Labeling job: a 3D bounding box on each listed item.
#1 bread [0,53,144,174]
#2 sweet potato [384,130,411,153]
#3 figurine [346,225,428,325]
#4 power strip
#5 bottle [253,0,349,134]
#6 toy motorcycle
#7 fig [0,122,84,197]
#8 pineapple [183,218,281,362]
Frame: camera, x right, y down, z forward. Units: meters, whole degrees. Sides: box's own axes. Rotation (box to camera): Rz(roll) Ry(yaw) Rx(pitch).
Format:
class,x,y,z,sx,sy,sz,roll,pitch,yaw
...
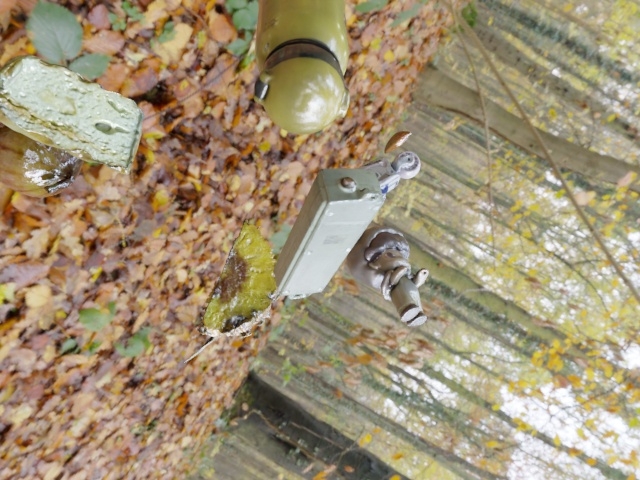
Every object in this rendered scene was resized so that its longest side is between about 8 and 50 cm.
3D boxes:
class,x,y,z,sx,sy,sz,roll,pitch,yaw
bread,-0.408,-0.207,0.792,0.088,0.232,0.128,13,-99,54
sweet potato,0.190,-0.249,1.208,0.095,0.034,0.034,-38,-165,42
figurine,0.219,0.105,1.543,0.203,0.248,0.381,-55,-138,27
power strip,0.000,0.000,0.630,0.272,0.078,0.052,120,-37,-55
bottle,-0.032,-0.335,0.850,0.171,0.171,0.351,117,-24,-53
toy motorcycle,0.146,-0.161,1.260,0.254,0.112,0.112,-35,174,-9
fig,-0.708,-0.219,1.225,0.235,0.214,0.235,-170,-90,-90
pineapple,-0.187,0.135,1.143,0.158,0.161,0.335,-48,-157,43
